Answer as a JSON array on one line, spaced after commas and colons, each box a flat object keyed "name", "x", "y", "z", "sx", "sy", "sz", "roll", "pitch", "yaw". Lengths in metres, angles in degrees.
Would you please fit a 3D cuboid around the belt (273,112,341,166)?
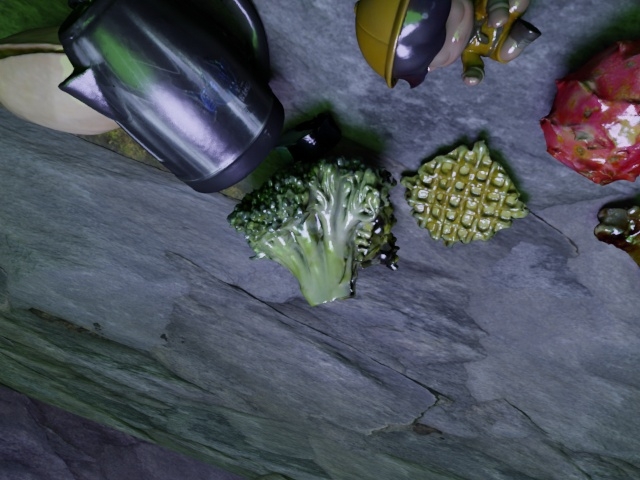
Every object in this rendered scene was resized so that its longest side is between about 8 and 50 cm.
[{"name": "belt", "x": -0.025, "y": -0.189, "z": 0.847, "sx": 0.140, "sy": 0.105, "sz": 0.058, "roll": -12, "pitch": 125, "yaw": 35}]

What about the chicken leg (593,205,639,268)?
[{"name": "chicken leg", "x": 0.701, "y": 0.055, "z": 0.826, "sx": 0.361, "sy": 0.140, "sz": 0.211, "roll": 40, "pitch": 135, "yaw": -22}]

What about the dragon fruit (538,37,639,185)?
[{"name": "dragon fruit", "x": 0.467, "y": -0.202, "z": 0.651, "sx": 0.268, "sy": 0.210, "sz": 0.205, "roll": -27, "pitch": 157, "yaw": 33}]

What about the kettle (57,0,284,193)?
[{"name": "kettle", "x": -0.217, "y": -0.289, "z": 0.700, "sx": 0.228, "sy": 0.321, "sz": 0.324, "roll": 22, "pitch": 165, "yaw": 44}]

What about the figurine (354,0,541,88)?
[{"name": "figurine", "x": 0.178, "y": -0.319, "z": 0.656, "sx": 0.257, "sy": 0.167, "sz": 0.192, "roll": 1, "pitch": 118, "yaw": -14}]

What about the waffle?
[{"name": "waffle", "x": 0.280, "y": -0.080, "z": 0.885, "sx": 0.204, "sy": 0.054, "sz": 0.223, "roll": -29, "pitch": 114, "yaw": 32}]

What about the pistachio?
[{"name": "pistachio", "x": -0.468, "y": -0.295, "z": 0.811, "sx": 0.318, "sy": 0.193, "sz": 0.214, "roll": 4, "pitch": 173, "yaw": 3}]

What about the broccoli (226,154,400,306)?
[{"name": "broccoli", "x": -0.004, "y": -0.024, "z": 0.878, "sx": 0.334, "sy": 0.324, "sz": 0.272, "roll": -9, "pitch": 100, "yaw": -2}]
